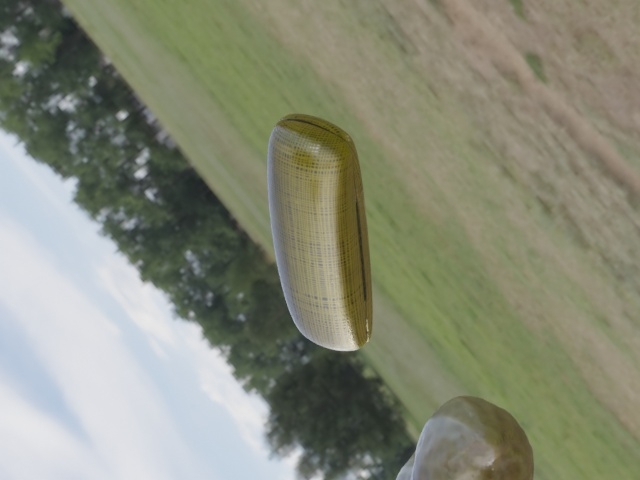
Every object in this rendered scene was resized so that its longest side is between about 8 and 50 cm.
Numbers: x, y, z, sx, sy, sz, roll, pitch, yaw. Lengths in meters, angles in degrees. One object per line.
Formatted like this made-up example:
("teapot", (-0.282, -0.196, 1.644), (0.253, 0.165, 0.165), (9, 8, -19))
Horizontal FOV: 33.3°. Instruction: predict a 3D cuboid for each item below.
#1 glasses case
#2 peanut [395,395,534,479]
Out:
("glasses case", (0.000, 0.000, 0.872), (0.079, 0.064, 0.234), (20, 138, 27))
("peanut", (0.111, 0.204, 0.854), (0.110, 0.120, 0.236), (10, 140, 10))
